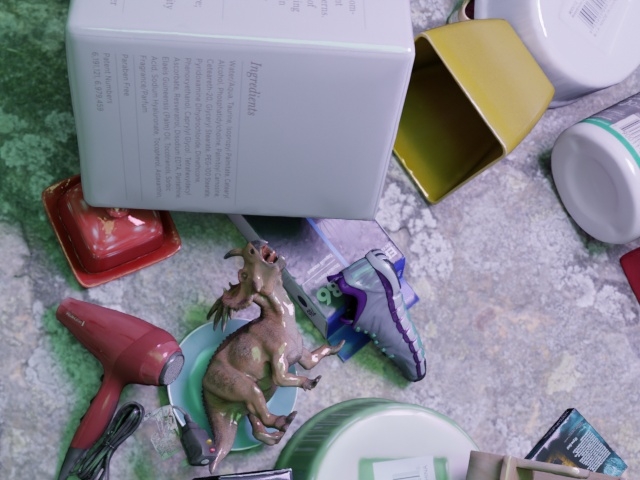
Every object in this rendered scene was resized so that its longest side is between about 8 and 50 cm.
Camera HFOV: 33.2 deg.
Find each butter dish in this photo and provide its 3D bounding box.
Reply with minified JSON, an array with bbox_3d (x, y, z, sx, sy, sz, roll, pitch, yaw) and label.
[{"bbox_3d":[-0.284,-0.037,1.477,0.160,0.118,0.160,-23,85,-18],"label":"butter dish"}]

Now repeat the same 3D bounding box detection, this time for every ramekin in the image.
[{"bbox_3d":[0.092,0.362,1.473,0.304,0.148,0.303,4,76,-15],"label":"ramekin"},{"bbox_3d":[0.393,-0.355,1.697,0.277,0.135,0.277,1,88,-27],"label":"ramekin"}]

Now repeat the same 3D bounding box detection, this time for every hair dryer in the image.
[{"bbox_3d":[-0.281,0.201,1.422,0.224,0.080,0.293,-23,70,3],"label":"hair dryer"}]

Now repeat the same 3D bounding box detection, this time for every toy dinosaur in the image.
[{"bbox_3d":[-0.100,0.161,1.462,0.200,0.127,0.295,33,87,4],"label":"toy dinosaur"}]

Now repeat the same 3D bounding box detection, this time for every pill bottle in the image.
[{"bbox_3d":[0.565,-0.153,1.697,0.361,0.204,0.204,-26,85,-20],"label":"pill bottle"}]

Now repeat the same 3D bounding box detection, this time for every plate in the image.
[{"bbox_3d":[-0.124,0.202,1.516,0.188,0.024,0.188,3,76,-14],"label":"plate"}]

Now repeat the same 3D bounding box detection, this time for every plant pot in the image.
[{"bbox_3d":[0.222,-0.214,1.626,0.187,0.212,0.212,-33,88,-33],"label":"plant pot"}]

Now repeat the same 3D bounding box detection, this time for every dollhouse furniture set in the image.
[{"bbox_3d":[0.306,0.473,1.393,0.303,0.174,0.355,25,72,-51],"label":"dollhouse furniture set"}]

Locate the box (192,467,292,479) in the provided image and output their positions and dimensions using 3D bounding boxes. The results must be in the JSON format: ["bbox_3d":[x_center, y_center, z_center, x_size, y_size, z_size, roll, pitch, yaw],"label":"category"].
[{"bbox_3d":[-0.091,0.432,1.387,0.103,0.184,0.261,-4,79,-16],"label":"box"}]

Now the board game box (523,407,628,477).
[{"bbox_3d":[0.362,0.361,1.614,0.186,0.026,0.126,-43,92,-20],"label":"board game box"}]

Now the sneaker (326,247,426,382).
[{"bbox_3d":[0.079,0.120,1.541,0.098,0.083,0.223,-24,115,-7],"label":"sneaker"}]

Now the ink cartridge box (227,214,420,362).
[{"bbox_3d":[0.000,0.000,1.579,0.165,0.065,0.332,-39,91,-21],"label":"ink cartridge box"}]

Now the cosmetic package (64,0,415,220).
[{"bbox_3d":[-0.104,-0.253,1.389,0.394,0.327,0.329,3,53,-5],"label":"cosmetic package"}]

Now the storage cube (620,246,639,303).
[{"bbox_3d":[0.622,0.058,1.670,0.184,0.193,0.215,-23,85,-19],"label":"storage cube"}]

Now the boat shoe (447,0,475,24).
[{"bbox_3d":[0.282,-0.394,1.750,0.170,0.059,0.063,-43,91,-20],"label":"boat shoe"}]
